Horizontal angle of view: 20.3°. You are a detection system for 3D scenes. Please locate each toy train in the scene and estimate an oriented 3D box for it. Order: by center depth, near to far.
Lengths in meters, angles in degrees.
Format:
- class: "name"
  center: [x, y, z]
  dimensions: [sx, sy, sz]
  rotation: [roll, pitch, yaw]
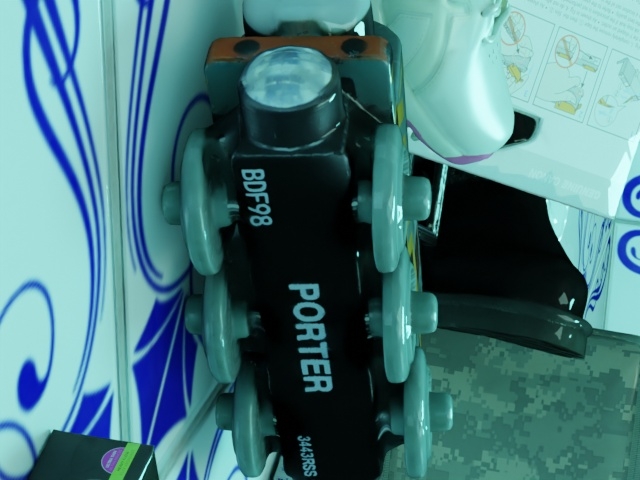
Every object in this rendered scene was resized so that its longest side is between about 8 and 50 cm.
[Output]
- class: "toy train"
  center: [0.000, 0.000, 1.017]
  dimensions: [0.334, 0.142, 0.190]
  rotation: [81, 10, -45]

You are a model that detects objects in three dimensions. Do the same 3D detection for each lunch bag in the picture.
- class: "lunch bag"
  center: [0.167, 0.211, 1.558]
  dimensions: [0.169, 0.235, 0.287]
  rotation: [-1, 99, -79]

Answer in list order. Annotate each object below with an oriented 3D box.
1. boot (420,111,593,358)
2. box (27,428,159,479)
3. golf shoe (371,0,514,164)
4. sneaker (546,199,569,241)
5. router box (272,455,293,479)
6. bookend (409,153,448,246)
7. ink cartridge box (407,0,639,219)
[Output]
- class: "boot"
  center: [0.140, -0.058, 1.402]
  dimensions: [0.348, 0.131, 0.260]
  rotation: [-143, -116, -77]
- class: "box"
  center: [-0.104, 0.139, 0.820]
  dimensions: [0.062, 0.052, 0.083]
  rotation: [-68, 160, -47]
- class: "golf shoe"
  center: [0.076, -0.179, 1.035]
  dimensions: [0.115, 0.140, 0.306]
  rotation: [-67, 142, -50]
- class: "sneaker"
  center: [0.198, -0.005, 1.760]
  dimensions: [0.169, 0.108, 0.293]
  rotation: [114, -12, -81]
- class: "router box"
  center: [-0.020, 0.245, 1.227]
  dimensions: [0.133, 0.046, 0.179]
  rotation: [82, 22, -50]
- class: "bookend"
  center: [0.045, -0.083, 1.245]
  dimensions: [0.156, 0.072, 0.157]
  rotation: [22, 76, -75]
- class: "ink cartridge box"
  center: [0.131, -0.175, 1.215]
  dimensions: [0.296, 0.066, 0.261]
  rotation: [16, 98, -38]
